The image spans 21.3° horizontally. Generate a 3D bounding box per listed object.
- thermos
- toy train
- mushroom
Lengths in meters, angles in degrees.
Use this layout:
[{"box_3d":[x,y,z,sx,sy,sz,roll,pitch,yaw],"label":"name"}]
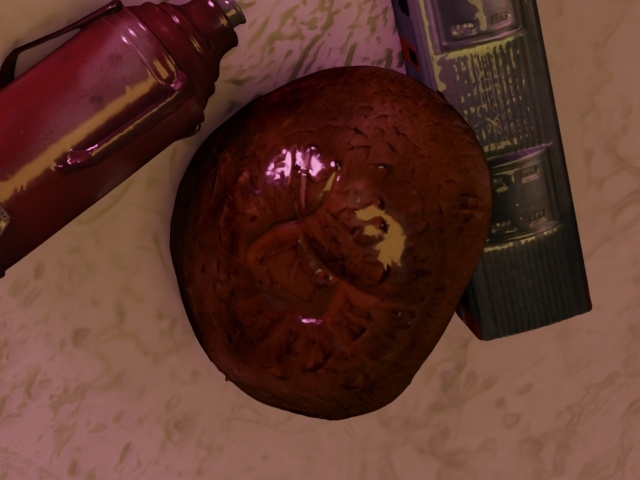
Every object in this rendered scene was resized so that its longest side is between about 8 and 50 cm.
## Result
[{"box_3d":[-0.139,-0.073,1.024,0.232,0.124,0.099,-37,117,-10],"label":"thermos"},{"box_3d":[0.097,-0.134,1.090,0.086,0.089,0.409,-15,111,-5],"label":"toy train"},{"box_3d":[-0.003,0.004,1.050,0.194,0.138,0.231,20,107,3],"label":"mushroom"}]
